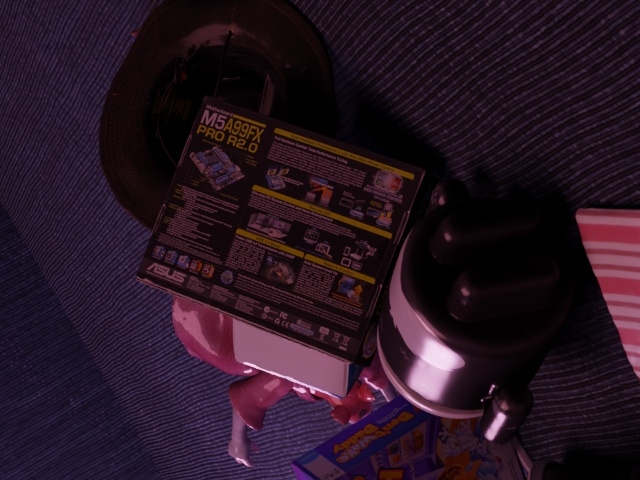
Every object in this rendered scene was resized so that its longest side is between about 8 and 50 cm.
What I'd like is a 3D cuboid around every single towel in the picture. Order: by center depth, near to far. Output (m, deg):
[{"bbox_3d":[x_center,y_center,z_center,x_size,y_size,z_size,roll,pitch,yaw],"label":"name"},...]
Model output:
[{"bbox_3d":[0.298,0.058,1.424,0.144,0.029,0.197,6,122,66],"label":"towel"}]

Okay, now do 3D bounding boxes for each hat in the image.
[{"bbox_3d":[-0.093,-0.133,1.895,0.331,0.331,0.134,48,-162,30],"label":"hat"}]

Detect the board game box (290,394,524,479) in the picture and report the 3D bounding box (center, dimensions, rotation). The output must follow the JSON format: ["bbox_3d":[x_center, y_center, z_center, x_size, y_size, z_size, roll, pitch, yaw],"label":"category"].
[{"bbox_3d":[0.133,0.347,1.887,0.078,0.233,0.347,27,142,58],"label":"board game box"}]

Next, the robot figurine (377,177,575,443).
[{"bbox_3d":[0.150,0.065,1.584,0.174,0.209,0.278,25,152,6],"label":"robot figurine"}]

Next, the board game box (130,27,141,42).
[{"bbox_3d":[-0.182,-0.184,2.208,0.147,0.045,0.193,39,152,45],"label":"board game box"}]

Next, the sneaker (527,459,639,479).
[{"bbox_3d":[0.283,0.279,1.659,0.296,0.147,0.104,6,-101,-78],"label":"sneaker"}]

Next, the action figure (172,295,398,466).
[{"bbox_3d":[-0.022,0.128,2.058,0.370,0.248,0.275,24,126,60],"label":"action figure"}]

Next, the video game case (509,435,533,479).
[{"bbox_3d":[0.227,0.275,1.922,0.087,0.011,0.122,57,160,8],"label":"video game case"}]

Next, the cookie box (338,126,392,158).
[{"bbox_3d":[0.057,-0.058,1.817,0.092,0.040,0.107,48,158,28],"label":"cookie box"}]

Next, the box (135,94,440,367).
[{"bbox_3d":[-0.036,-0.011,1.724,0.270,0.216,0.060,20,178,21],"label":"box"}]

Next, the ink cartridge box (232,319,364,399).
[{"bbox_3d":[0.007,0.069,1.829,0.140,0.190,0.082,19,134,17],"label":"ink cartridge box"}]
